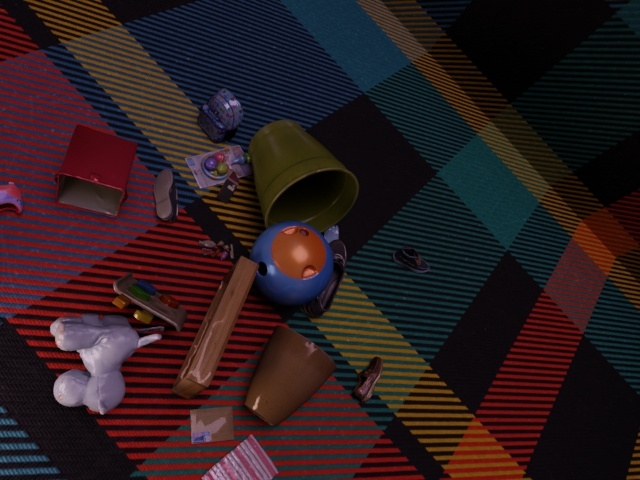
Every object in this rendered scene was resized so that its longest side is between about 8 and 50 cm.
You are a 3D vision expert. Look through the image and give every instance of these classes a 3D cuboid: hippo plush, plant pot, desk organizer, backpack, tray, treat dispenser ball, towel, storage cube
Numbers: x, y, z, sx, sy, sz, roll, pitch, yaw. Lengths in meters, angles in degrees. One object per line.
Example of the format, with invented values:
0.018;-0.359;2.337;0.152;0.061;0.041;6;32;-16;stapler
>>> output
-0.597;0.338;1.390;0.293;0.234;0.237;8;89;-13;hippo plush
-0.117;0.438;1.584;0.237;0.237;0.254;39;68;-6;plant pot
-0.099;-0.248;1.882;0.366;0.367;0.353;-7;53;-32;plant pot
-0.329;-0.193;1.838;0.047;0.130;0.050;34;51;-9;desk organizer
-0.379;-0.484;1.939;0.116;0.173;0.158;-36;86;-38;backpack
-0.318;0.265;1.552;0.076;0.203;0.411;28;54;-14;tray
-0.098;0.078;1.723;0.287;0.288;0.289;13;59;-23;treat dispenser ball
-0.233;0.688;1.487;0.197;0.029;0.144;-31;82;-40;towel
-0.707;-0.216;1.601;0.214;0.183;0.193;16;57;-22;storage cube

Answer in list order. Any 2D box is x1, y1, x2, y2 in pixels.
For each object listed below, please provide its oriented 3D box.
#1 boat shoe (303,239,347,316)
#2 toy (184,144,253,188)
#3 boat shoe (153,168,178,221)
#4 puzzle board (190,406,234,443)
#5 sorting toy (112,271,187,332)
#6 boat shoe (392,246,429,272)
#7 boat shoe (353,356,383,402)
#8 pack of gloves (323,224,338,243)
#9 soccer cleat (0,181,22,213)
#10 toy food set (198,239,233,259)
0.042;0.134;1.875;0.112;0.095;0.335;38;58;-23;boat shoe
-0.373;-0.293;1.914;0.237;0.056;0.137;-21;75;-36;toy
-0.531;-0.155;1.761;0.065;0.075;0.206;49;26;-57;boat shoe
-0.325;0.552;1.516;0.128;0.011;0.097;4;64;-27;puzzle board
-0.487;0.178;1.463;0.229;0.307;0.041;37;88;-9;sorting toy
0.399;0.083;2.134;0.183;0.083;0.065;18;57;-20;boat shoe
0.171;0.485;1.801;0.060;0.064;0.178;37;55;-10;boat shoe
0.000;0.000;1.976;0.194;0.046;0.232;7;62;-26;pack of gloves
-0.994;-0.109;1.449;0.247;0.083;0.095;-12;76;-37;soccer cleat
-0.361;0.033;1.768;0.122;0.019;0.078;3;64;-29;toy food set
